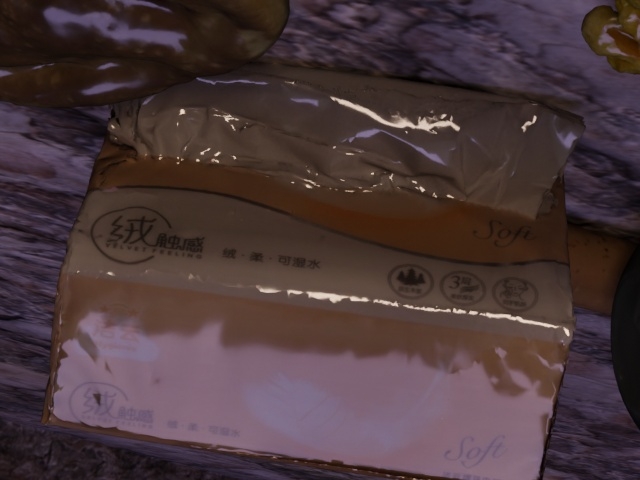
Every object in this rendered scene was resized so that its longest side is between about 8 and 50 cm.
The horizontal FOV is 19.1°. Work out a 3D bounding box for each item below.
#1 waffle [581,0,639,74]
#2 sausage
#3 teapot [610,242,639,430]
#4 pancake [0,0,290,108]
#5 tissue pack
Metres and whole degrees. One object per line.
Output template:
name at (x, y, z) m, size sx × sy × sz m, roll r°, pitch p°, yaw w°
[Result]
waffle at (0.251, -0.090, 0.926) m, size 0.243 × 0.058 × 0.238 m, roll 2°, pitch 165°, yaw 24°
sausage at (0.163, 0.015, 1.381) m, size 0.301 × 0.065 × 0.066 m, roll 14°, pitch 165°, yaw -25°
teapot at (0.335, 0.065, 1.313) m, size 0.251 × 0.183 × 0.183 m, roll -2°, pitch 168°, yaw -12°
pancake at (-0.170, -0.133, 0.997) m, size 0.295 × 0.049 × 0.294 m, roll 8°, pitch 165°, yaw 2°
tissue pack at (0.000, 0.000, 1.175) m, size 0.306 × 0.238 × 0.238 m, roll 8°, pitch 166°, yaw 1°
